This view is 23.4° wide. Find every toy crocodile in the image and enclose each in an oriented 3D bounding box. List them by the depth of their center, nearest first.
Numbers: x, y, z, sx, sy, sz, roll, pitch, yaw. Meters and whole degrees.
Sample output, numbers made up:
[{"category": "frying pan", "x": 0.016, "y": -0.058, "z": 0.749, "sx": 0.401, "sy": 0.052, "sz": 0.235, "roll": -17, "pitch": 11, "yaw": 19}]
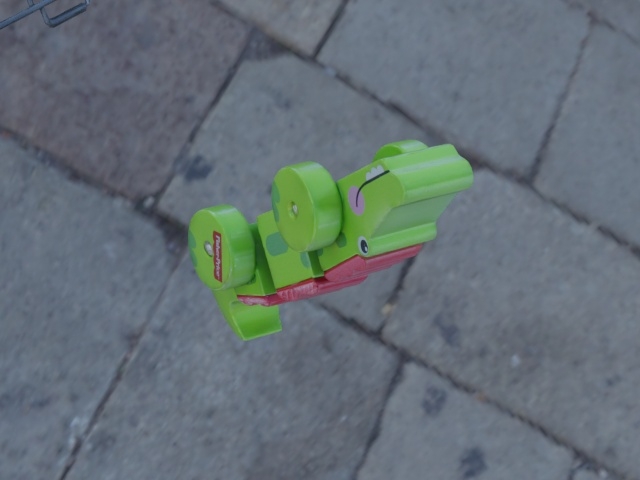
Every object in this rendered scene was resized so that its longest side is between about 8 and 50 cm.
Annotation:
[{"category": "toy crocodile", "x": 0.000, "y": 0.000, "z": 1.174, "sx": 0.115, "sy": 0.340, "sz": 0.105, "roll": -14, "pitch": 84, "yaw": -34}]

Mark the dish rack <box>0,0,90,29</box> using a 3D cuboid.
[{"category": "dish rack", "x": -0.221, "y": -0.122, "z": 0.681, "sx": 0.208, "sy": 0.074, "sz": 0.271, "roll": 21, "pitch": 45, "yaw": 40}]
